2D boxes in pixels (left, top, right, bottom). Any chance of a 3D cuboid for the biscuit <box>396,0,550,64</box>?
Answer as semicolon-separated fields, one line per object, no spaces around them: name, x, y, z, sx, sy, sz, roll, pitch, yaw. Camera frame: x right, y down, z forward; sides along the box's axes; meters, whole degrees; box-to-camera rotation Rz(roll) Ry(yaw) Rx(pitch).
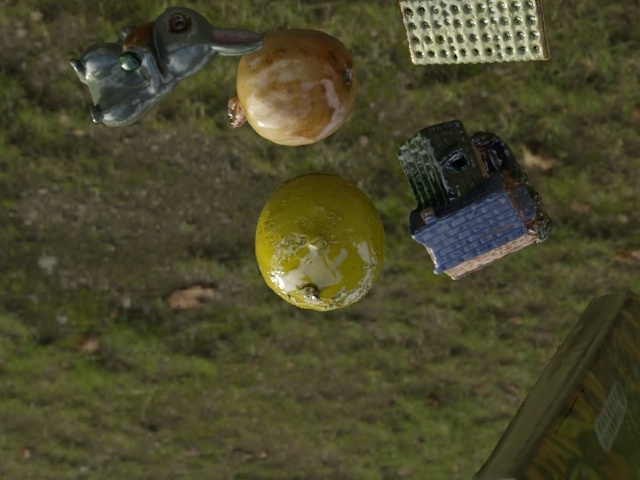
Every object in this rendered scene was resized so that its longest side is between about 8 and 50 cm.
biscuit;0.240;-0.336;1.760;0.231;0.016;0.139;2;136;24

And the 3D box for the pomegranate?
pomegranate;-0.041;-0.257;1.845;0.207;0.207;0.207;-5;150;-3

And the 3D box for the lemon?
lemon;0.000;0.000;1.450;0.173;0.206;0.174;-2;113;-4

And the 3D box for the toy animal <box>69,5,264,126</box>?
toy animal;-0.204;-0.249;1.502;0.251;0.127;0.125;-25;122;-2

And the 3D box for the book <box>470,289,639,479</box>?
book;0.218;0.263;0.626;0.039;0.428;0.300;-22;-175;27

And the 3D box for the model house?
model house;0.192;-0.063;1.506;0.166;0.183;0.172;-27;162;19
